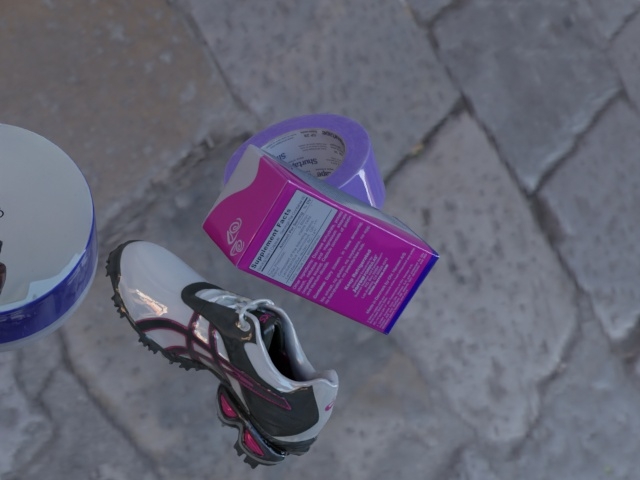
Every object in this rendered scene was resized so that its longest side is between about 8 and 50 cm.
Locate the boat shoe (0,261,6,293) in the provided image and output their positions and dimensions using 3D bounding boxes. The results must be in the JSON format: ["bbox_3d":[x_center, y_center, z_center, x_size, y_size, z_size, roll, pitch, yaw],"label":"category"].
[{"bbox_3d":[-0.470,0.007,1.272,0.342,0.123,0.123,22,100,-18],"label":"boat shoe"}]

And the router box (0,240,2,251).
[{"bbox_3d":[-0.242,0.134,0.589,0.081,0.243,0.309,20,14,-6],"label":"router box"}]

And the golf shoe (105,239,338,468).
[{"bbox_3d":[-0.088,0.082,1.258,0.273,0.120,0.105,45,36,14],"label":"golf shoe"}]

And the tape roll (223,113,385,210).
[{"bbox_3d":[-0.019,-0.070,1.640,0.189,0.189,0.080,-59,141,-40],"label":"tape roll"}]

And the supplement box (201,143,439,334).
[{"bbox_3d":[0.000,0.000,1.443,0.220,0.111,0.114,27,100,-33],"label":"supplement box"}]

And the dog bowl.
[{"bbox_3d":[-0.398,-0.005,1.574,0.264,0.104,0.265,4,61,-7],"label":"dog bowl"}]
